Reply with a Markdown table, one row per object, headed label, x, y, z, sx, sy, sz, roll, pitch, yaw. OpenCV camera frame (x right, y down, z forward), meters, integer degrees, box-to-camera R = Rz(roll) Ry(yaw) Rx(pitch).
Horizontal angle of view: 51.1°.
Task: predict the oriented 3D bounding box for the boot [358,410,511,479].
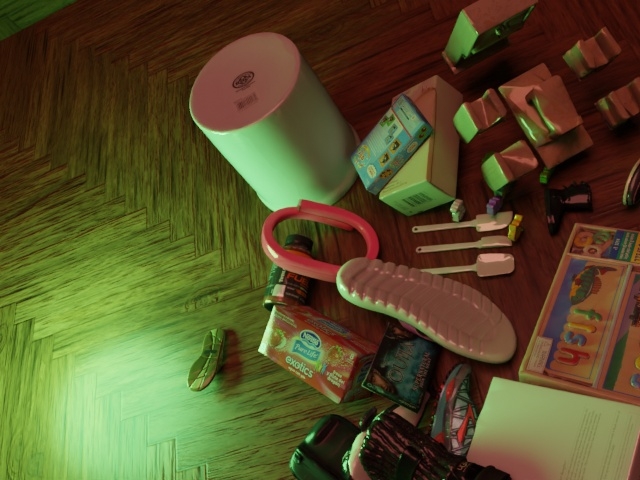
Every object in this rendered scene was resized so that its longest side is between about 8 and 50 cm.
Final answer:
| label | x | y | z | sx | sy | sz | roll | pitch | yaw |
| --- | --- | --- | --- | --- | --- | --- | --- | --- | --- |
| boot | 0.198 | 0.495 | 1.211 | 0.260 | 0.131 | 0.347 | 17 | 114 | 37 |

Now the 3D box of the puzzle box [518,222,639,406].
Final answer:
| label | x | y | z | sx | sy | sz | roll | pitch | yaw |
| --- | --- | --- | --- | --- | --- | --- | --- | --- | --- |
| puzzle box | 0.574 | 0.140 | 1.280 | 0.272 | 0.052 | 0.408 | 11 | 51 | 30 |

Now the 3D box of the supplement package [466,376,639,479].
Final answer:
| label | x | y | z | sx | sy | sz | roll | pitch | yaw |
| --- | --- | --- | --- | --- | --- | --- | --- | --- | --- |
| supplement package | 0.435 | 0.370 | 1.159 | 0.293 | 0.175 | 0.177 | 2 | 62 | 51 |

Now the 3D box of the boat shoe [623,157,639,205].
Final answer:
| label | x | y | z | sx | sy | sz | roll | pitch | yaw |
| --- | --- | --- | --- | --- | --- | --- | --- | --- | --- |
| boat shoe | 0.720 | -0.153 | 1.431 | 0.065 | 0.075 | 0.206 | 28 | 73 | 39 |

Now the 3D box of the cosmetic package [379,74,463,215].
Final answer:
| label | x | y | z | sx | sy | sz | roll | pitch | yaw |
| --- | --- | --- | --- | --- | --- | --- | --- | --- | --- |
| cosmetic package | 0.252 | -0.233 | 1.658 | 0.160 | 0.113 | 0.309 | -21 | 52 | 45 |

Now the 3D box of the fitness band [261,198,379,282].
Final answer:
| label | x | y | z | sx | sy | sz | roll | pitch | yaw |
| --- | --- | --- | --- | --- | --- | --- | --- | --- | --- |
| fitness band | 0.000 | 0.000 | 1.644 | 0.291 | 0.054 | 0.208 | 14 | 48 | 0 |

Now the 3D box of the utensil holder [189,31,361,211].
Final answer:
| label | x | y | z | sx | sy | sz | roll | pitch | yaw |
| --- | --- | --- | --- | --- | --- | --- | --- | --- | --- |
| utensil holder | -0.108 | -0.294 | 1.734 | 0.328 | 0.385 | 0.327 | -13 | 57 | 20 |

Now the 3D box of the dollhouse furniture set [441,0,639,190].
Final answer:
| label | x | y | z | sx | sy | sz | roll | pitch | yaw |
| --- | --- | --- | --- | --- | --- | --- | --- | --- | --- |
| dollhouse furniture set | 0.469 | -0.355 | 1.560 | 0.362 | 0.256 | 0.394 | -29 | 85 | -1 |

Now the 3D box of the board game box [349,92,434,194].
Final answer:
| label | x | y | z | sx | sy | sz | roll | pitch | yaw |
| --- | --- | --- | --- | --- | --- | --- | --- | --- | --- |
| board game box | 0.168 | -0.237 | 1.636 | 0.211 | 0.039 | 0.160 | -48 | 35 | 22 |

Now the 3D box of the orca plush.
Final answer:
| label | x | y | z | sx | sy | sz | roll | pitch | yaw |
| --- | --- | --- | --- | --- | --- | --- | --- | --- | --- |
| orca plush | 0.120 | 0.386 | 1.382 | 0.102 | 0.151 | 0.287 | -17 | 33 | 51 |

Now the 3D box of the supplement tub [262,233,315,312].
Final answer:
| label | x | y | z | sx | sy | sz | roll | pitch | yaw |
| --- | --- | --- | --- | --- | --- | --- | --- | --- | --- |
| supplement tub | -0.073 | 0.085 | 1.675 | 0.106 | 0.106 | 0.197 | 0 | 64 | 27 |

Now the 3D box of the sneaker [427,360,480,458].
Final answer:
| label | x | y | z | sx | sy | sz | roll | pitch | yaw |
| --- | --- | --- | --- | --- | --- | --- | --- | --- | --- |
| sneaker | 0.285 | 0.378 | 1.352 | 0.125 | 0.104 | 0.261 | 13 | 71 | 12 |

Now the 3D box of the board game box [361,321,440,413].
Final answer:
| label | x | y | z | sx | sy | sz | roll | pitch | yaw |
| --- | --- | --- | --- | --- | --- | --- | --- | --- | --- |
| board game box | 0.172 | 0.263 | 1.410 | 0.126 | 0.026 | 0.186 | 25 | 39 | 6 |

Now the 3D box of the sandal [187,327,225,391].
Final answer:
| label | x | y | z | sx | sy | sz | roll | pitch | yaw |
| --- | --- | --- | --- | --- | --- | --- | --- | --- | --- |
| sandal | -0.278 | 0.306 | 1.694 | 0.072 | 0.049 | 0.180 | -2 | 48 | 20 |

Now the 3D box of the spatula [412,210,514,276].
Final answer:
| label | x | y | z | sx | sy | sz | roll | pitch | yaw |
| --- | --- | --- | --- | --- | --- | --- | --- | --- | --- |
| spatula | 0.328 | 0.015 | 1.567 | 0.242 | 0.019 | 0.168 | -6 | 61 | 23 |

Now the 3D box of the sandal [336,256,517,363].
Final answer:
| label | x | y | z | sx | sy | sz | roll | pitch | yaw |
| --- | --- | --- | --- | --- | --- | --- | --- | --- | --- |
| sandal | 0.233 | 0.155 | 1.483 | 0.417 | 0.102 | 0.169 | 26 | 53 | 19 |

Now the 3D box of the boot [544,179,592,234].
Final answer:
| label | x | y | z | sx | sy | sz | roll | pitch | yaw |
| --- | --- | --- | --- | --- | --- | --- | --- | --- | --- |
| boot | 0.553 | -0.074 | 1.491 | 0.099 | 0.045 | 0.121 | -5 | 63 | 18 |

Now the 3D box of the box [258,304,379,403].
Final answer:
| label | x | y | z | sx | sy | sz | roll | pitch | yaw |
| --- | --- | --- | --- | --- | --- | --- | --- | --- | --- |
| box | 0.002 | 0.249 | 1.509 | 0.257 | 0.128 | 0.122 | 26 | 100 | 36 |

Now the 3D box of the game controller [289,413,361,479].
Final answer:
| label | x | y | z | sx | sy | sz | roll | pitch | yaw |
| --- | --- | --- | --- | --- | --- | --- | --- | --- | --- |
| game controller | 0.082 | 0.498 | 1.400 | 0.319 | 0.067 | 0.166 | 29 | 64 | 35 |

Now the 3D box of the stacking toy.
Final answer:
| label | x | y | z | sx | sy | sz | roll | pitch | yaw |
| --- | --- | --- | --- | --- | --- | --- | --- | --- | --- |
| stacking toy | 0.427 | -0.111 | 1.568 | 0.167 | 0.052 | 0.221 | 21 | 65 | 34 |
